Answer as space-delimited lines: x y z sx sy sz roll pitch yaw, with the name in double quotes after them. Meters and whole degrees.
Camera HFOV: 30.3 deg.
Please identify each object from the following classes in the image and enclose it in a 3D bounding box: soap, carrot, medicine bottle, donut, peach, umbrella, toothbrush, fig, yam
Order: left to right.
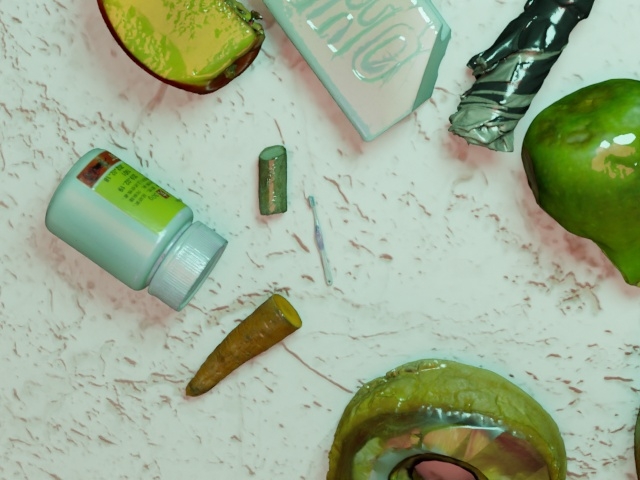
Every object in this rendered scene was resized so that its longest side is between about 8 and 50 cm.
-0.253 -0.013 1.619 0.225 0.139 0.139 35 105 2 "medicine bottle"
-0.206 -0.301 1.539 0.267 0.159 0.154 41 95 -2 "peach"
-0.120 0.159 1.680 0.209 0.061 0.061 -40 93 19 "carrot"
-0.065 -0.082 1.621 0.043 0.043 0.094 2 103 10 "yam"
0.000 0.000 1.644 0.011 0.013 0.131 -9 103 17 "toothbrush"
0.047 -0.292 1.530 0.173 0.095 0.289 -35 94 16 "soap"
0.168 0.329 1.609 0.330 0.160 0.330 4 110 12 "donut"
0.275 -0.278 1.491 0.106 0.113 0.358 29 100 -12 "umbrella"
0.377 -0.061 1.488 0.206 0.206 0.275 -22 117 14 "fig"

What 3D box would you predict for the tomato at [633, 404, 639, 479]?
0.541 0.264 1.471 0.303 0.239 0.303 8 110 24 "tomato"
